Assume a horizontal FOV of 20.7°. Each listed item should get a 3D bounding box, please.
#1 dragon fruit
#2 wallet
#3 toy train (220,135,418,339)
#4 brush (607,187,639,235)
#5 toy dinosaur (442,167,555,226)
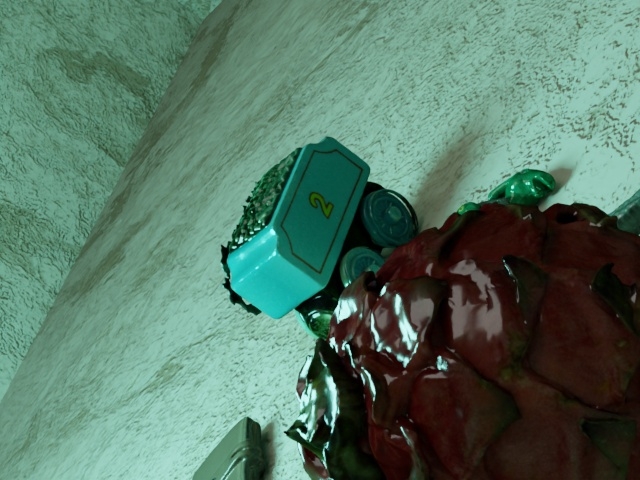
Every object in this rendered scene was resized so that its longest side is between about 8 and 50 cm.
[{"bbox_3d":[0.128,0.095,1.088,0.299,0.244,0.244,-16,24,7],"label":"dragon fruit"},{"bbox_3d":[-0.099,0.250,1.770,0.118,0.039,0.152,-51,15,19],"label":"wallet"},{"bbox_3d":[0.000,0.000,1.774,0.112,0.163,0.203,-38,23,42],"label":"toy train"},{"bbox_3d":[0.163,0.056,1.365,0.323,0.070,0.051,-44,20,24],"label":"brush"},{"bbox_3d":[0.154,-0.021,1.586,0.132,0.059,0.096,-18,30,51],"label":"toy dinosaur"}]
